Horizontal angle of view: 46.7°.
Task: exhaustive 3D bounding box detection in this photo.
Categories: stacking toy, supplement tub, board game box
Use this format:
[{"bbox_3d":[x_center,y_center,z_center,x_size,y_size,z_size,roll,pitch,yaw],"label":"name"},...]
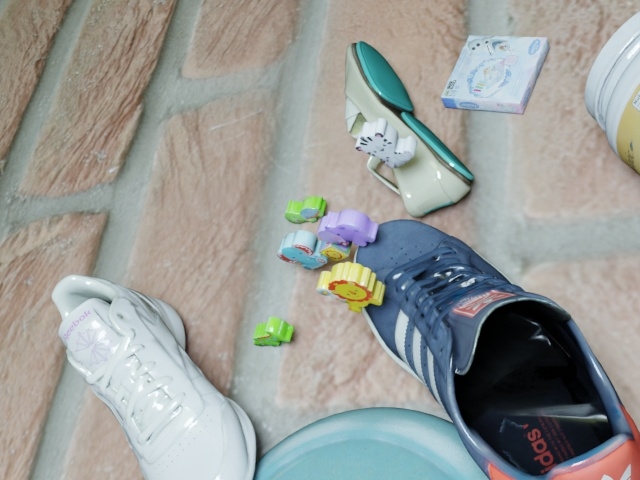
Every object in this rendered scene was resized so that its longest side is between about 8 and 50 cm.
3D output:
[{"bbox_3d":[0.000,0.000,0.702,0.221,0.052,0.167,-31,37,54],"label":"stacking toy"},{"bbox_3d":[0.320,-0.090,0.580,0.144,0.144,0.200,-35,49,4],"label":"supplement tub"},{"bbox_3d":[0.187,-0.179,0.794,0.090,0.020,0.090,12,67,35],"label":"board game box"}]

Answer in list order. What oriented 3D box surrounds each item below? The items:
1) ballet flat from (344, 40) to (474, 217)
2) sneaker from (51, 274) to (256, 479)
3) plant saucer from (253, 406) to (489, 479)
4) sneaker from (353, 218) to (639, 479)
[{"bbox_3d":[0.069,-0.118,0.788,0.086,0.086,0.248,-32,51,7],"label":"ballet flat"},{"bbox_3d":[-0.172,0.140,0.693,0.114,0.152,0.305,-48,46,1],"label":"sneaker"},{"bbox_3d":[0.026,0.277,0.573,0.317,0.044,0.318,-14,55,20],"label":"plant saucer"},{"bbox_3d":[0.121,0.066,0.566,0.131,0.148,0.350,-30,45,-7],"label":"sneaker"}]
